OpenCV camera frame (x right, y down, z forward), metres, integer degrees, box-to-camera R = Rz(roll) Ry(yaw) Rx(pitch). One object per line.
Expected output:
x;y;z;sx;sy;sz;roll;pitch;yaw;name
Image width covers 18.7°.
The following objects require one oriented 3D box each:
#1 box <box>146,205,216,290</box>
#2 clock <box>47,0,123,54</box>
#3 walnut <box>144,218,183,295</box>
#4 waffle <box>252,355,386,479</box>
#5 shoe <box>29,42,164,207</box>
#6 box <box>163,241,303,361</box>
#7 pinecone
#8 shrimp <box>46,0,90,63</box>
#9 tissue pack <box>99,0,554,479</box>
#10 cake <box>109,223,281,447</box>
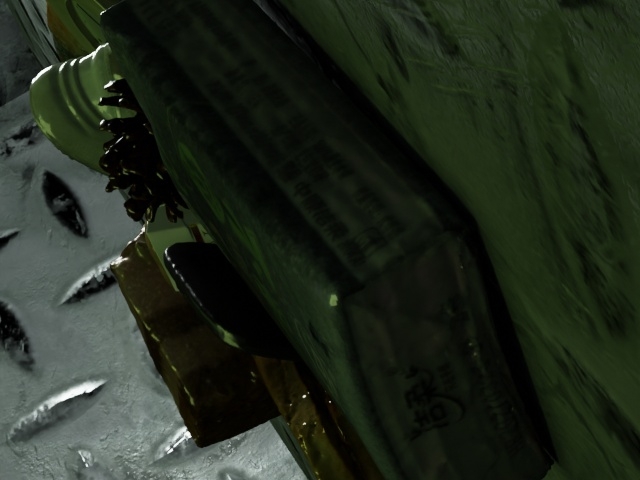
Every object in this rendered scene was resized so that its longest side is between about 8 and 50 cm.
-0.075;-0.004;1.801;0.084;0.154;0.040;65;-161;-46;box
-0.237;-0.236;2.225;0.235;0.029;0.235;43;167;12;clock
-0.107;0.006;2.067;0.166;0.149;0.166;19;151;11;walnut
0.005;0.153;1.913;0.224;0.098;0.327;62;-177;-38;waffle
-0.108;-0.100;1.826;0.316;0.159;0.124;29;-144;-27;shoe
-0.030;0.056;1.673;0.212;0.201;0.042;46;123;56;box
-0.119;-0.093;1.675;0.173;0.173;0.173;58;172;12;pinecone
-0.268;-0.208;2.589;0.272;0.085;0.445;54;168;3;shrimp
0.000;0.000;1.435;0.394;0.124;0.288;51;171;45;tissue pack
-0.120;0.068;2.258;0.293;0.196;0.198;62;172;19;cake
